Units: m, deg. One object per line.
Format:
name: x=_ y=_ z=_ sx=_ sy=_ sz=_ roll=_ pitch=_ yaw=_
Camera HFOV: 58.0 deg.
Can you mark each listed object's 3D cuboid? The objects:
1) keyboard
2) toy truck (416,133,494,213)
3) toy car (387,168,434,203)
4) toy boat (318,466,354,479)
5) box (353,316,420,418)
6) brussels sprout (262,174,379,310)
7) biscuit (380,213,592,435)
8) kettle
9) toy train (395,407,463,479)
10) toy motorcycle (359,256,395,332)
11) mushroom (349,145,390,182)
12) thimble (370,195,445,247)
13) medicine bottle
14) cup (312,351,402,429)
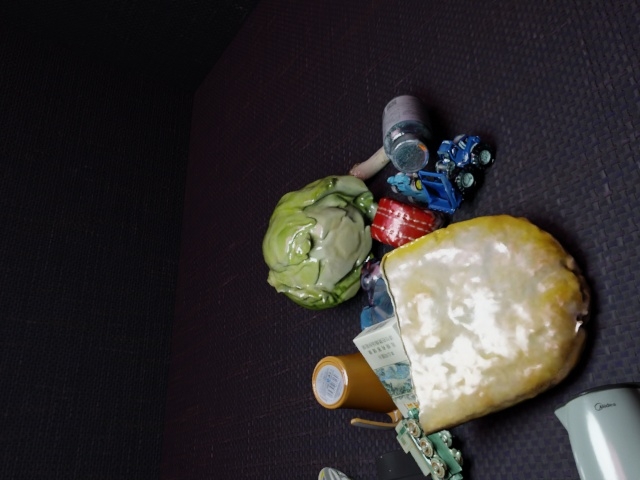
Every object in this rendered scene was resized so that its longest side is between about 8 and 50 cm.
keyboard: x=0.244 y=0.577 z=1.481 sx=0.309 sy=0.018 sz=0.101 roll=-39 pitch=46 yaw=45
toy truck: x=0.342 y=-0.180 z=1.503 sx=0.208 sy=0.126 sz=0.113 roll=-59 pitch=29 yaw=-5
toy car: x=0.275 y=-0.167 z=1.617 sx=0.126 sy=0.161 sz=0.098 roll=1 pitch=68 yaw=60
toy boat: x=0.073 y=0.744 z=1.584 sx=0.141 sy=0.140 sz=0.269 roll=-48 pitch=38 yaw=38
box: x=0.215 y=0.320 z=1.441 sx=0.256 sy=0.069 sz=0.164 roll=56 pitch=141 yaw=0
brussels sprout: x=-0.016 y=-0.006 z=1.831 sx=0.361 sy=0.342 sz=0.425 roll=14 pitch=79 yaw=52
biscuit: x=0.356 y=0.150 z=1.281 sx=0.446 sy=0.104 sz=0.429 roll=-29 pitch=61 yaw=20
kettle: x=0.542 y=0.361 z=0.978 sx=0.221 sy=0.161 sz=0.236 roll=-23 pitch=51 yaw=20
toy train: x=0.261 y=0.497 z=1.373 sx=0.194 sy=0.080 sz=0.125 roll=57 pitch=146 yaw=32
toy motorcycle: x=0.241 y=0.210 z=1.522 sx=0.416 sy=0.172 sz=0.232 roll=30 pitch=118 yaw=43
mushroom: x=0.177 y=-0.258 z=1.902 sx=0.209 sy=0.071 sz=0.084 roll=-38 pitch=15 yaw=42
thimble: x=0.240 y=-0.041 z=1.591 sx=0.163 sy=0.189 sz=0.125 roll=-9 pitch=-63 yaw=-74
medicine bottle: x=0.248 y=-0.302 z=1.643 sx=0.141 sy=0.141 sz=0.293 roll=-55 pitch=15 yaw=31
cup: x=0.118 y=0.398 z=1.548 sx=0.182 sy=0.264 sz=0.226 roll=-40 pitch=56 yaw=33
